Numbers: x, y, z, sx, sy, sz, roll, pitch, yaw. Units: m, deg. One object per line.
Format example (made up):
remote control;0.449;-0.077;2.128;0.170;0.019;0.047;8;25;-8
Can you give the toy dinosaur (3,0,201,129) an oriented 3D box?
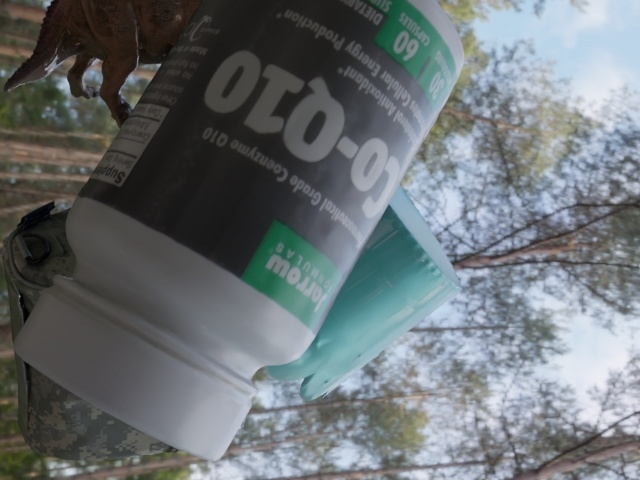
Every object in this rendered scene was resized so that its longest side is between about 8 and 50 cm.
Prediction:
toy dinosaur;-0.171;-0.230;0.906;0.127;0.296;0.200;-123;-153;-53

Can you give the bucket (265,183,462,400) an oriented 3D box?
bucket;0.000;0.000;0.925;0.183;0.281;0.281;-36;-121;10

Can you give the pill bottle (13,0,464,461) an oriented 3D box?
pill bottle;-0.059;-0.035;0.692;0.204;0.204;0.361;19;-104;45

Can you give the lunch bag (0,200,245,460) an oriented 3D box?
lunch bag;-0.229;0.101;1.064;0.212;0.256;0.305;47;-41;40
